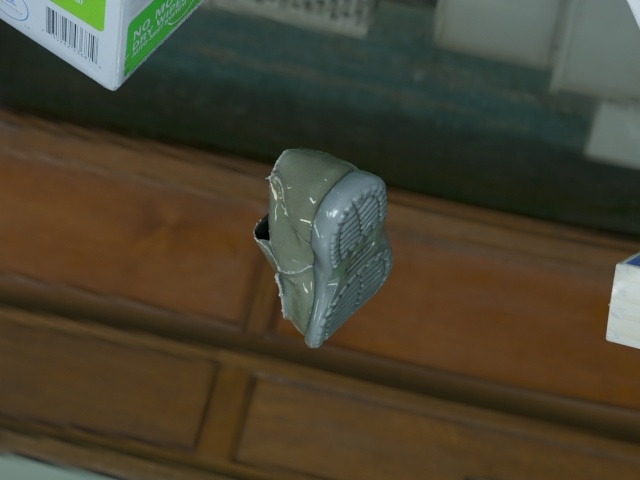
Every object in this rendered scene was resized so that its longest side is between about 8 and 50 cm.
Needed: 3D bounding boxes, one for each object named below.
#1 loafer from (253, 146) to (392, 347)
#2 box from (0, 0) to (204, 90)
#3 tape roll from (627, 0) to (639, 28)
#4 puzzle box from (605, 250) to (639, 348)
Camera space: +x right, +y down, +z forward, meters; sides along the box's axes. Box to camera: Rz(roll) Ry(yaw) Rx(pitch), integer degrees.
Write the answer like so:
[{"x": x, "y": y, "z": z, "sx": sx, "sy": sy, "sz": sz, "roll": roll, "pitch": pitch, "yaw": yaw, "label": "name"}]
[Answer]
[{"x": 0.000, "y": 0.000, "z": 1.364, "sx": 0.087, "sy": 0.094, "sz": 0.251, "roll": 40, "pitch": 156, "yaw": 18, "label": "loafer"}, {"x": -0.151, "y": -0.229, "z": 0.722, "sx": 0.262, "sy": 0.127, "sz": 0.231, "roll": 33, "pitch": 149, "yaw": 11, "label": "box"}, {"x": 0.262, "y": -0.188, "z": 0.824, "sx": 0.286, "sy": 0.286, "sz": 0.100, "roll": 33, "pitch": 159, "yaw": -32, "label": "tape roll"}, {"x": 0.385, "y": 0.027, "z": 1.118, "sx": 0.272, "sy": 0.052, "sz": 0.409, "roll": 12, "pitch": -164, "yaw": 27, "label": "puzzle box"}]
